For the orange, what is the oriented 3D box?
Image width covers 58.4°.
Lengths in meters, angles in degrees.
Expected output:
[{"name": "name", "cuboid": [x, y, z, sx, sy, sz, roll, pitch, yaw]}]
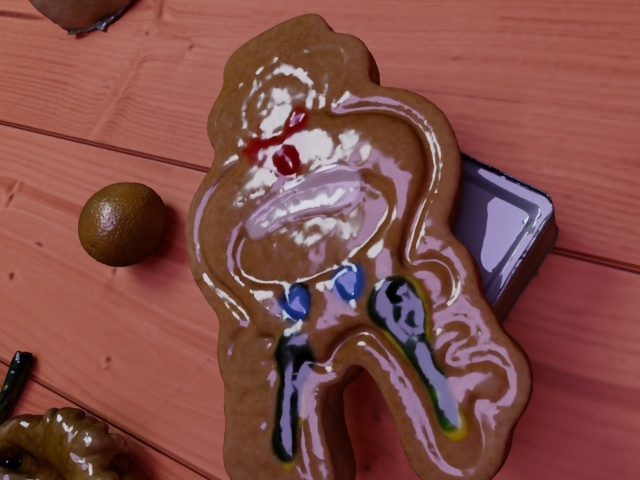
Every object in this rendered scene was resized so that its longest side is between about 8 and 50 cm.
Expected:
[{"name": "orange", "cuboid": [-0.181, -0.016, 0.528, 0.085, 0.085, 0.085, -7, 74, 24]}]

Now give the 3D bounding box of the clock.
[{"name": "clock", "cuboid": [0.048, -0.002, 0.414, 0.192, 0.071, 0.147, 33, 92, 29]}]

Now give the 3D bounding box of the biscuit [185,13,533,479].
[{"name": "biscuit", "cuboid": [0.000, 0.000, 0.370, 0.202, 0.047, 0.333, -20, 69, 21]}]

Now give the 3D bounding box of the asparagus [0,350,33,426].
[{"name": "asparagus", "cuboid": [-0.343, 0.219, 0.574, 0.023, 0.022, 0.232, 22, 87, 57]}]

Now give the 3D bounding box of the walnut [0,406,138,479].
[{"name": "walnut", "cuboid": [-0.224, 0.213, 0.492, 0.170, 0.069, 0.142, 2, 79, 28]}]

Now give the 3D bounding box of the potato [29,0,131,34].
[{"name": "potato", "cuboid": [-0.278, -0.382, 0.569, 0.190, 0.264, 0.211, -9, 67, 33]}]
